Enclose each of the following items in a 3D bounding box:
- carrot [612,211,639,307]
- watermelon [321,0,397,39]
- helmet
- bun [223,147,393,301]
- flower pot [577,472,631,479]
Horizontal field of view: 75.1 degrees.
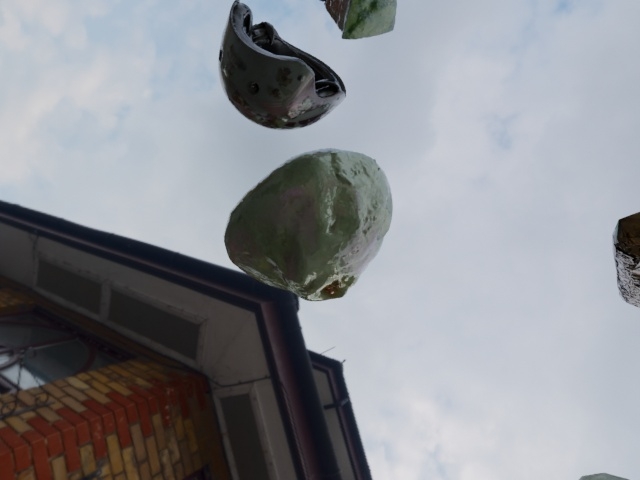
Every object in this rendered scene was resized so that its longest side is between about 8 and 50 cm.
[{"bbox_3d":[0.377,0.031,0.481,0.069,0.229,0.068,-18,-122,32],"label":"carrot"},{"bbox_3d":[0.059,-0.381,0.676,0.158,0.098,0.121,14,-70,60],"label":"watermelon"},{"bbox_3d":[-0.057,-0.198,0.527,0.153,0.177,0.107,47,-67,19],"label":"helmet"},{"bbox_3d":[0.000,0.000,0.682,0.293,0.293,0.187,-43,-116,23],"label":"bun"},{"bbox_3d":[0.473,0.497,0.652,0.213,0.203,0.212,1,-87,24],"label":"flower pot"}]
